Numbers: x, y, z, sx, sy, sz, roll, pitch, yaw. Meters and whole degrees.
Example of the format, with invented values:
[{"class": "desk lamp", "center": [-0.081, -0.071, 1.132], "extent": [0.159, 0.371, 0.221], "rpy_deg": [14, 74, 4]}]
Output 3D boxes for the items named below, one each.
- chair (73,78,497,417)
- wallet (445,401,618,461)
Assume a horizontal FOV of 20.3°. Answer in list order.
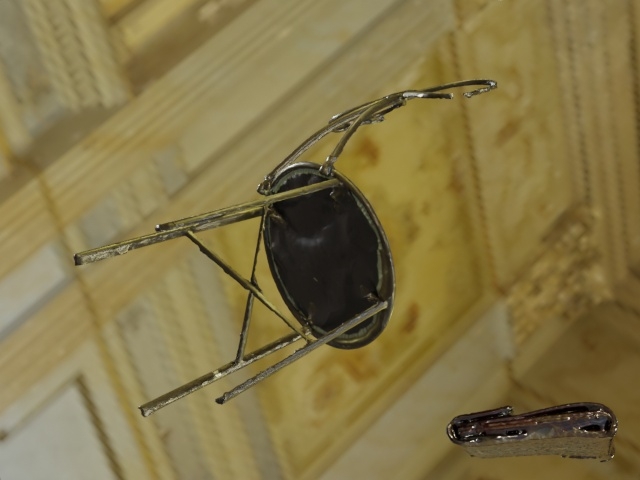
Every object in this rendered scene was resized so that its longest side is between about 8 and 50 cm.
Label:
[{"class": "chair", "center": [0.000, 0.000, 1.325], "extent": [0.160, 0.325, 0.170], "rpy_deg": [-18, -86, 54]}, {"class": "wallet", "center": [0.180, 0.161, 1.492], "extent": [0.133, 0.039, 0.243], "rpy_deg": [-4, -12, 8]}]
